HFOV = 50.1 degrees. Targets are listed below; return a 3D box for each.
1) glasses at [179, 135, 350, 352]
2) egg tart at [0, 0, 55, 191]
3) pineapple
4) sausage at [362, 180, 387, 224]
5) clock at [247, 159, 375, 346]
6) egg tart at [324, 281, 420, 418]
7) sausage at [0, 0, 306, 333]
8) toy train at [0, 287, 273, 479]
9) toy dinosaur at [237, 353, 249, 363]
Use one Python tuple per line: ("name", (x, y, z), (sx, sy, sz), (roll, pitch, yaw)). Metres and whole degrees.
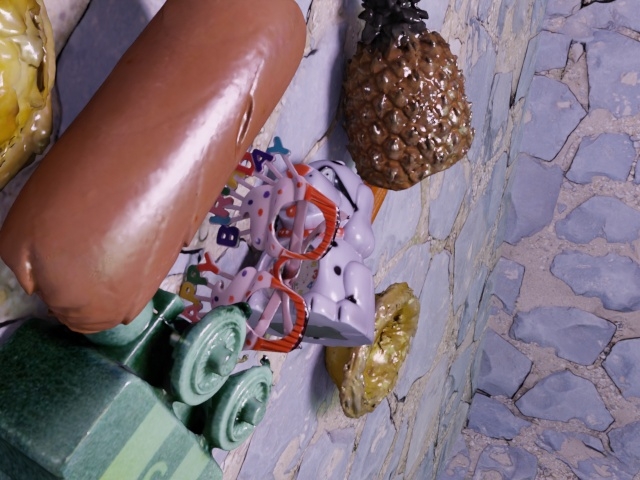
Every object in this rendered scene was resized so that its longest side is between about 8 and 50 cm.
("glasses", (-0.065, 0.012, 0.783), (0.095, 0.162, 0.255), (9, 100, -79))
("egg tart", (-0.241, -0.106, 0.359), (0.291, 0.107, 0.291), (-45, 143, -49))
("pineapple", (0.108, -0.258, 0.991), (0.202, 0.202, 0.362), (-49, 132, -45))
("sausage", (0.038, 0.010, 1.139), (0.348, 0.053, 0.053), (-61, 154, -28))
("clock", (-0.001, 0.002, 0.920), (0.189, 0.189, 0.254), (45, 52, -64))
("egg tart", (0.090, 0.202, 1.306), (0.288, 0.118, 0.288), (-50, 150, -44))
("sausage", (-0.121, -0.075, 0.523), (0.304, 0.121, 0.121), (-60, 154, -20))
("toy train", (-0.168, 0.160, 0.639), (0.238, 0.167, 0.299), (-55, 151, -25))
("toy dinosaur", (-0.129, 0.163, 0.910), (0.060, 0.029, 0.120), (1, 110, -50))
